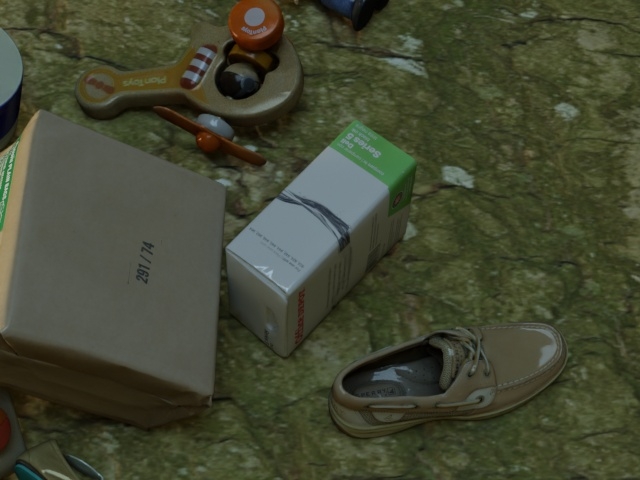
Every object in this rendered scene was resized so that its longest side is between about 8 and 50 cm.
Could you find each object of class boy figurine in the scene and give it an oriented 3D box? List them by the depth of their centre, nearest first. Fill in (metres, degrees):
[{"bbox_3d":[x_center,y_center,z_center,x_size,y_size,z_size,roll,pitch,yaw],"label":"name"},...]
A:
[{"bbox_3d":[-0.012,-0.468,1.983,0.285,0.092,0.177,39,69,15],"label":"boy figurine"}]

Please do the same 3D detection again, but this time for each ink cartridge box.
[{"bbox_3d":[0.000,0.000,1.652,0.115,0.198,0.273,37,65,18],"label":"ink cartridge box"}]

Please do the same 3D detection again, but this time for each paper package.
[{"bbox_3d":[-0.290,0.045,1.558,0.309,0.168,0.325,23,54,-33],"label":"paper package"}]

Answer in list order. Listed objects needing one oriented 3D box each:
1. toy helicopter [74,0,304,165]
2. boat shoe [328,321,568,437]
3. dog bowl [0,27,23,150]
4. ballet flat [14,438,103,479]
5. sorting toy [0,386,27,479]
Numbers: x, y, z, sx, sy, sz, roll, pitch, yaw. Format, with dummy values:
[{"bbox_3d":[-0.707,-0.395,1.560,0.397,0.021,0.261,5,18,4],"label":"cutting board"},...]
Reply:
[{"bbox_3d":[-0.201,-0.224,1.838,0.355,0.140,0.235,-5,69,7],"label":"toy helicopter"},{"bbox_3d":[0.179,0.176,1.608,0.341,0.110,0.122,-17,62,-11],"label":"boat shoe"},{"bbox_3d":[-0.575,-0.231,1.774,0.265,0.104,0.265,11,47,-12],"label":"dog bowl"},{"bbox_3d":[-0.288,0.334,1.524,0.232,0.080,0.073,39,51,17],"label":"ballet flat"},{"bbox_3d":[-0.484,0.221,1.440,0.041,0.229,0.307,-6,9,34],"label":"sorting toy"}]
